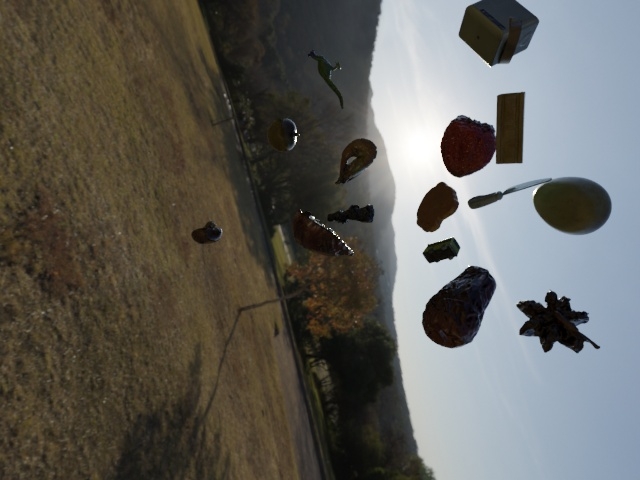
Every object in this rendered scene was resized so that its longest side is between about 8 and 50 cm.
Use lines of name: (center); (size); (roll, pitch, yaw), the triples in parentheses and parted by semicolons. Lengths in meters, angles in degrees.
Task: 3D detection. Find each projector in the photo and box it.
projector: (0.662, -0.778, 1.563); (0.242, 0.177, 0.163); (59, -9, 25)

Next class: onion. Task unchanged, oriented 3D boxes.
onion: (0.000, 0.000, 1.815); (0.280, 0.146, 0.314); (40, -1, 18)

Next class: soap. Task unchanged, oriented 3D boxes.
soap: (0.682, -0.402, 1.515); (0.037, 0.092, 0.252); (-18, 108, -56)

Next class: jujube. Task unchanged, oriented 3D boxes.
jujube: (0.521, 0.240, 1.562); (0.216, 0.342, 0.216); (32, -27, 19)

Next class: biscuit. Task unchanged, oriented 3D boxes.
biscuit: (0.704, -0.195, 2.553); (0.312, 0.057, 0.351); (-58, -160, 14)

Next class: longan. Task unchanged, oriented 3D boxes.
longan: (-0.171, -0.501, 1.999); (0.145, 0.176, 0.155); (-45, 125, -47)

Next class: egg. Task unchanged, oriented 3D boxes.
egg: (0.958, -0.142, 1.629); (0.295, 0.218, 0.218); (47, -24, 54)

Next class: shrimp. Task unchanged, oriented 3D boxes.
shrimp: (0.153, -0.367, 1.996); (0.145, 0.267, 0.061); (35, 26, -14)

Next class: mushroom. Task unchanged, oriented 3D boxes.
mushroom: (-0.470, -0.029, 1.739); (0.127, 0.127, 0.087); (72, 9, -82)

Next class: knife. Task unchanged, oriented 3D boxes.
knife: (0.750, -0.196, 1.684); (0.080, 0.331, 0.044); (-41, 106, -48)

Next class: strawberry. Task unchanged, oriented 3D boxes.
strawberry: (0.687, -0.440, 2.010); (0.288, 0.238, 0.250); (-64, -172, -1)

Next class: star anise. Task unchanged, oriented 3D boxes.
star anise: (0.738, 0.248, 1.329); (0.126, 0.220, 0.190); (75, 13, -48)

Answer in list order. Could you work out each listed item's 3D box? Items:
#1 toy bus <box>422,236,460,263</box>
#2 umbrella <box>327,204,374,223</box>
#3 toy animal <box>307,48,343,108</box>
toy bus: (0.634, 0.053, 2.208); (0.088, 0.175, 0.101); (52, 50, -15)
umbrella: (0.125, -0.114, 1.844); (0.071, 0.224, 0.080); (20, 70, -52)
toy animal: (0.045, -0.564, 1.447); (0.217, 0.075, 0.041); (52, 2, -25)
